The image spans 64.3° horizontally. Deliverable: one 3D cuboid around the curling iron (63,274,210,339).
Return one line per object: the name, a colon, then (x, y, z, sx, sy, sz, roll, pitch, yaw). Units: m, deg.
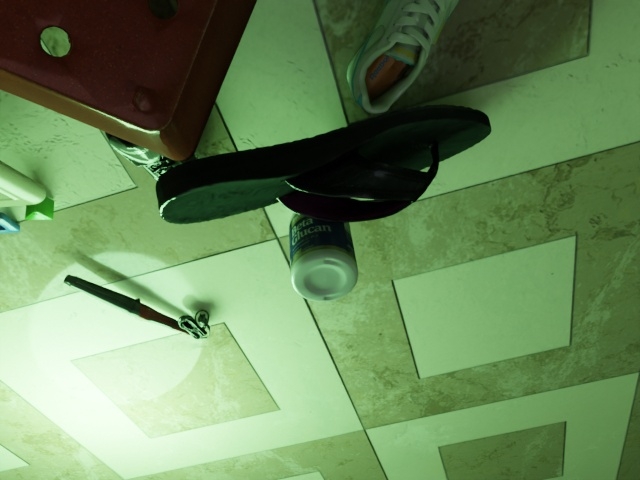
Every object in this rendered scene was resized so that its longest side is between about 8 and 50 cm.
curling iron: (-0.318, 0.116, 0.914, 0.274, 0.035, 0.068, 27, 119, -26)

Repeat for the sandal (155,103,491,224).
sandal: (0.018, -0.070, 0.673, 0.446, 0.107, 0.167, -15, 167, -7)

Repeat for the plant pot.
plant pot: (-0.190, -0.221, 0.449, 0.267, 0.236, 0.267, 21, 101, -22)

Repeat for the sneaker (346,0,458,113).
sneaker: (0.110, -0.254, 0.599, 0.087, 0.092, 0.229, 18, 125, -17)

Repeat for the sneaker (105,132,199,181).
sneaker: (-0.227, -0.128, 0.666, 0.078, 0.106, 0.234, -15, 130, 9)

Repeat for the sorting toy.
sorting toy: (-0.490, -0.087, 0.643, 0.196, 0.047, 0.348, -8, 162, 6)

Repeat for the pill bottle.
pill bottle: (0.000, 0.000, 0.754, 0.094, 0.169, 0.094, -3, 130, -3)
